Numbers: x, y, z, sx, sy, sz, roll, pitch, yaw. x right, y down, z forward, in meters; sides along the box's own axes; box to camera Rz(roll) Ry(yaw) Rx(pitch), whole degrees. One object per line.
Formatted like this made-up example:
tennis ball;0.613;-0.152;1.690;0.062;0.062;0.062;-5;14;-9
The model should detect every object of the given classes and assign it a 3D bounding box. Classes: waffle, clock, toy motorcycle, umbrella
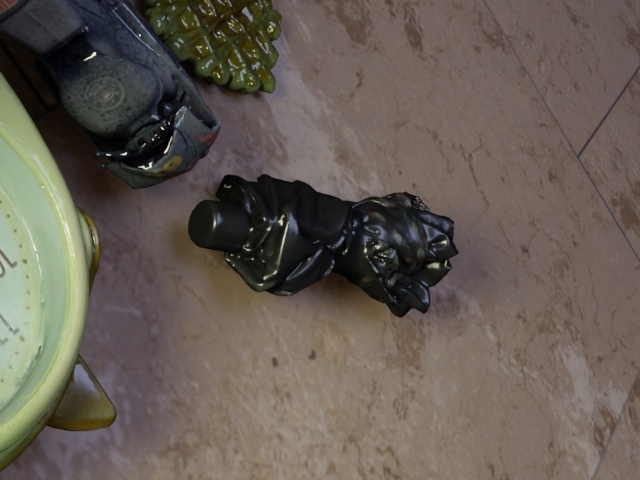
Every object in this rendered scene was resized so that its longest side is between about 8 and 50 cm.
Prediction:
waffle;-0.100;-0.225;0.981;0.169;0.036;0.184;15;62;-44
clock;-0.275;0.020;0.617;0.348;0.117;0.286;56;42;-12
toy motorcycle;-0.166;-0.140;0.777;0.307;0.108;0.173;47;14;-43
umbrella;0.001;-0.001;0.936;0.272;0.110;0.122;8;66;-40
